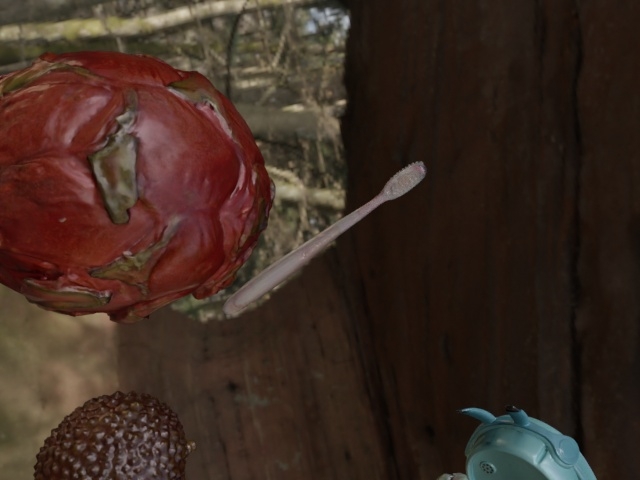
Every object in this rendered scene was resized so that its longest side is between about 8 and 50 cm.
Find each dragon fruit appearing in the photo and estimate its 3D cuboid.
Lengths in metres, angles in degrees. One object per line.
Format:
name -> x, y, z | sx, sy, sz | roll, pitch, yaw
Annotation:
dragon fruit -> -0.206, -0.054, 0.901 | 0.343, 0.277, 0.277 | 7, 63, -41

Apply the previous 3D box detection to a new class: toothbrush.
toothbrush -> 0.000, 0.000, 1.080 | 0.025, 0.307, 0.029 | 50, 17, -11

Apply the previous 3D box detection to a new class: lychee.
lychee -> -0.367, 0.413, 1.666 | 0.276, 0.304, 0.275 | 26, -60, 57

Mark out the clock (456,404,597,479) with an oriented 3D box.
clock -> 0.166, 0.189, 0.757 | 0.045, 0.108, 0.147 | -42, 112, -41

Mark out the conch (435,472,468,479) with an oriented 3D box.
conch -> 0.163, 0.361, 1.074 | 0.106, 0.116, 0.173 | 49, 19, -31
